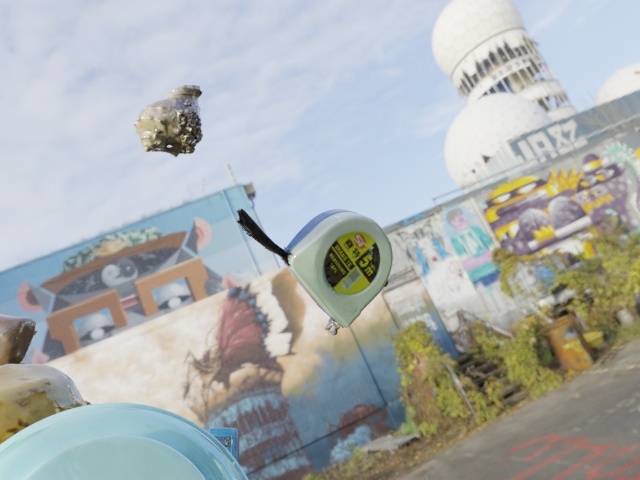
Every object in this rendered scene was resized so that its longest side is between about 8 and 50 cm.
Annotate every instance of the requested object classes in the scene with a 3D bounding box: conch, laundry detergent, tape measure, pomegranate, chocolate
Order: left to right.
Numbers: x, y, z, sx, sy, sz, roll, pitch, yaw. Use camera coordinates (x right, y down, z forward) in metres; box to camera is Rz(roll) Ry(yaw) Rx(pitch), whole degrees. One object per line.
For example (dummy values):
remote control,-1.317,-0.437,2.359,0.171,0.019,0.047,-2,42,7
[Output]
chocolate,-0.917,0.259,1.574,0.261,0.161,0.083,1,-28,10
pomegranate,-0.604,0.411,1.169,0.332,0.333,0.332,-24,-14,-6
laundry detergent,-0.210,0.329,0.555,0.287,0.287,0.305,-15,-31,-34
conch,-0.382,-0.310,1.534,0.245,0.162,0.178,-62,10,-25
tape measure,0.000,0.000,1.145,0.215,0.351,0.098,-45,30,-12

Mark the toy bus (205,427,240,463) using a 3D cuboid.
toy bus,-0.283,0.664,1.642,0.113,0.246,0.134,3,-45,-9
